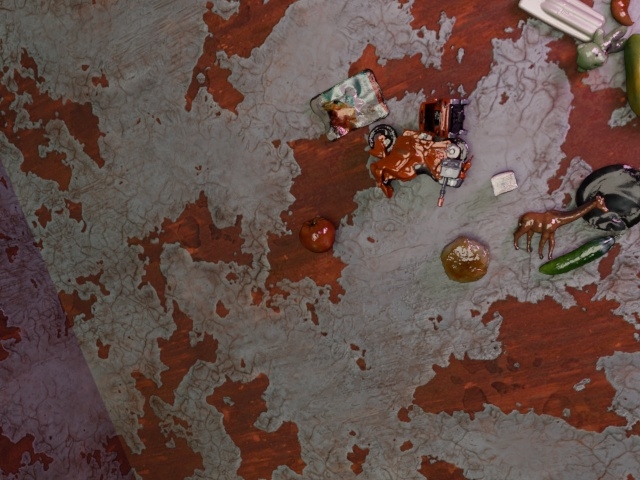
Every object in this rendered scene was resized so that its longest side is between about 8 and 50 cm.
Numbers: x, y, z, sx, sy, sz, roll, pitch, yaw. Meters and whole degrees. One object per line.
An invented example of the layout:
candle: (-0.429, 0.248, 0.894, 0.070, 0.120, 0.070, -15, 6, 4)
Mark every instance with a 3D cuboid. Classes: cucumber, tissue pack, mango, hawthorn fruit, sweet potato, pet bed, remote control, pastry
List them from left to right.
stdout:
hawthorn fruit: (-0.003, -0.016, 2.019, 0.140, 0.125, 0.125, 29, 114, -24)
pastry: (0.446, 0.062, 1.890, 0.153, 0.081, 0.153, 3, 102, 15)
tissue pack: (0.540, -0.172, 1.795, 0.074, 0.094, 0.059, -17, 95, 20)
remote control: (0.660, -0.627, 1.671, 0.230, 0.049, 0.090, 34, 109, 11)
cucumber: (0.761, 0.045, 1.785, 0.250, 0.056, 0.056, -31, 91, 25)
pet bed: (0.825, -0.119, 1.728, 0.201, 0.053, 0.201, 4, 102, 19)
sweet potato: (0.792, -0.667, 1.612, 0.055, 0.058, 0.202, -11, 98, 1)
mango: (0.883, -0.432, 1.615, 0.137, 0.091, 0.238, -6, 101, 14)

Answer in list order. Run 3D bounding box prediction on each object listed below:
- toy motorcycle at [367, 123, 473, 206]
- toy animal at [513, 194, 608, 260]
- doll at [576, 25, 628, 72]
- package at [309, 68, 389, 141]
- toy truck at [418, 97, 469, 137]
toy motorcycle: (0.287, -0.223, 1.849, 0.325, 0.148, 0.221, 13, 98, 18)
toy animal: (0.687, -0.046, 1.764, 0.224, 0.066, 0.230, 24, 113, 28)
doll: (0.759, -0.513, 1.635, 0.150, 0.077, 0.115, -32, 133, 4)
package: (0.087, -0.423, 1.931, 0.232, 0.040, 0.166, -21, 94, 22)
toy truck: (0.351, -0.350, 1.738, 0.114, 0.252, 0.108, 7, 104, 22)
